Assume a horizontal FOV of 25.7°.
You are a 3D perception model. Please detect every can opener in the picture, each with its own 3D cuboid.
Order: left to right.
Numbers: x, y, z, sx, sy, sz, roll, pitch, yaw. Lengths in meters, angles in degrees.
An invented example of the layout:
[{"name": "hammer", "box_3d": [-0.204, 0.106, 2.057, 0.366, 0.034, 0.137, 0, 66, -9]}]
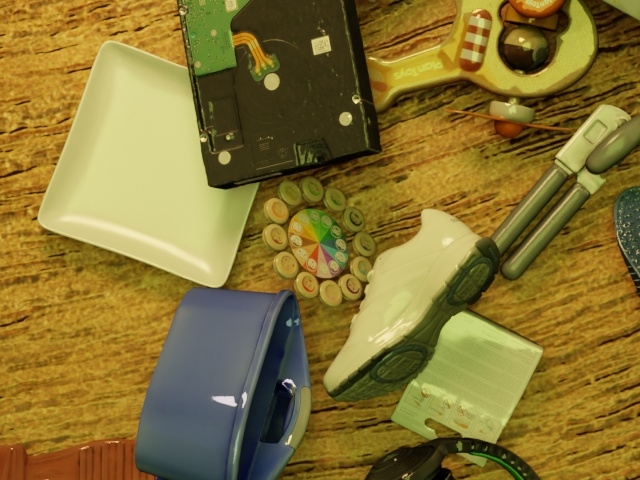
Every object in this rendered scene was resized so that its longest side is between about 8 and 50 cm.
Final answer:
[{"name": "can opener", "box_3d": [0.323, -0.069, 1.876, 0.074, 0.093, 0.280, 42, 93, 6]}]

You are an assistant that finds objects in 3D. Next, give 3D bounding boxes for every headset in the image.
[{"name": "headset", "box_3d": [0.104, 0.382, 1.837, 0.394, 0.185, 0.243, -2, 88, -12]}]

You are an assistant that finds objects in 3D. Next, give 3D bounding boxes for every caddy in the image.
[{"name": "caddy", "box_3d": [-0.102, 0.215, 1.765, 0.179, 0.241, 0.341, 7, 50, 11]}]

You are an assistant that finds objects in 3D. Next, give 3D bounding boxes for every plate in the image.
[{"name": "plate", "box_3d": [-0.214, -0.104, 1.929, 0.277, 0.045, 0.278, 19, 85, 4]}]

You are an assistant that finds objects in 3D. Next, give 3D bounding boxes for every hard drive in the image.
[{"name": "hard drive", "box_3d": [-0.062, -0.255, 1.852, 0.237, 0.064, 0.339, -13, 84, 20]}]

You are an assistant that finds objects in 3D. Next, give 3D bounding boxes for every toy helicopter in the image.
[{"name": "toy helicopter", "box_3d": [0.201, -0.231, 1.896, 0.355, 0.140, 0.235, -15, 92, 12]}]

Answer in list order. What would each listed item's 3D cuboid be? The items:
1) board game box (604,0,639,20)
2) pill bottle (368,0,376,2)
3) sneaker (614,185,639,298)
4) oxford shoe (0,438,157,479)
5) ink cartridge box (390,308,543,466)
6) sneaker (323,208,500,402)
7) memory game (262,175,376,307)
[{"name": "board game box", "box_3d": [0.340, -0.427, 1.816, 0.303, 0.224, 0.097, 26, 129, -6]}, {"name": "pill bottle", "box_3d": [0.103, -0.418, 1.899, 0.180, 0.108, 0.108, -40, 83, 8]}, {"name": "sneaker", "box_3d": [0.445, 0.043, 1.863, 0.081, 0.090, 0.232, -14, 62, 3]}, {"name": "oxford shoe", "box_3d": [-0.313, 0.359, 1.866, 0.397, 0.140, 0.146, 4, 122, -4]}, {"name": "ink cartridge box", "box_3d": [0.198, 0.191, 1.884, 0.145, 0.045, 0.179, 27, 100, 5]}, {"name": "sneaker", "box_3d": [0.105, 0.089, 1.849, 0.297, 0.111, 0.129, -48, 53, 6]}, {"name": "memory game", "box_3d": [0.000, 0.000, 1.861, 0.186, 0.012, 0.186, 17, 60, -33]}]
